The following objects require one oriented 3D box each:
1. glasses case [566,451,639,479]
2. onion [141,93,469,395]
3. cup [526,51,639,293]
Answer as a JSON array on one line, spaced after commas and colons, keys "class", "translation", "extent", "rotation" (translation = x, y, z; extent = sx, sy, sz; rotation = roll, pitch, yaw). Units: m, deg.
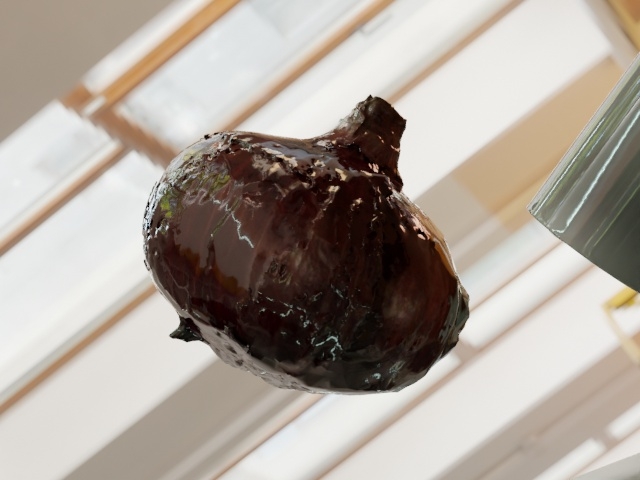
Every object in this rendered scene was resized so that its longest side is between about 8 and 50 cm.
[{"class": "glasses case", "translation": [0.062, 0.099, 0.468], "extent": [0.070, 0.301, 0.117], "rotation": [63, -162, -3]}, {"class": "onion", "translation": [0.000, 0.000, 1.234], "extent": [0.252, 0.219, 0.252], "rotation": [31, -173, -4]}, {"class": "cup", "translation": [0.208, -0.044, 1.103], "extent": [0.099, 0.133, 0.136], "rotation": [35, -170, 4]}]
